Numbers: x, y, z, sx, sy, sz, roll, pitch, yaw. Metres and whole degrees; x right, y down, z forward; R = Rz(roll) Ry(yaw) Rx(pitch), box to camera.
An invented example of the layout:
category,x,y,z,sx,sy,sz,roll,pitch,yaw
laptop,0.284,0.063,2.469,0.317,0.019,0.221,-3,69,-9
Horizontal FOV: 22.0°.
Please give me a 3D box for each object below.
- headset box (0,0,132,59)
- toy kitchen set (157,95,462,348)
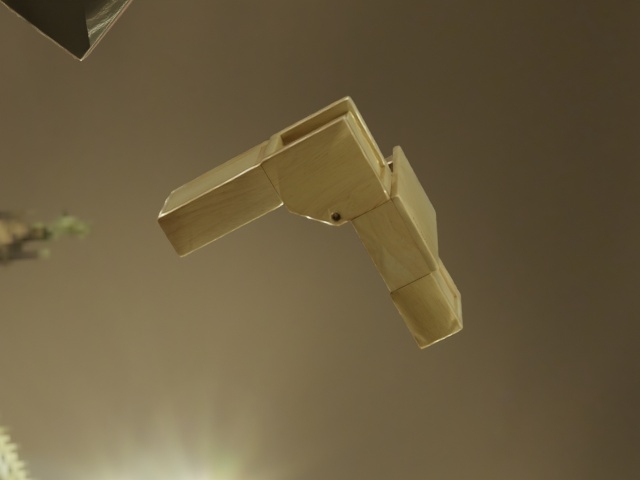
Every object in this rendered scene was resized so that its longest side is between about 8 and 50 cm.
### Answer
category,x,y,z,sx,sy,sz,roll,pitch,yaw
headset box,-0.103,-0.242,0.946,0.218,0.110,0.293,-49,-166,16
toy kitchen set,0.000,0.000,0.582,0.075,0.068,0.083,-27,-76,12
